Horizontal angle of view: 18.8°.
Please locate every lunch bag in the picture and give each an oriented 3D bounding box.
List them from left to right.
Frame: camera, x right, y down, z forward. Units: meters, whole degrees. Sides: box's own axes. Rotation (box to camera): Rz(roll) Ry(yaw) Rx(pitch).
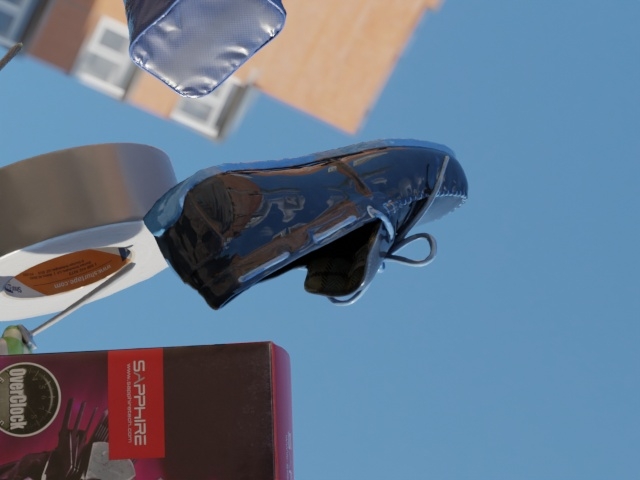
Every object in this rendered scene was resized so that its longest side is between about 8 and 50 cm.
[{"bbox_3d":[-0.068,-0.143,1.151,0.098,0.067,0.065,-38,-141,20],"label":"lunch bag"}]

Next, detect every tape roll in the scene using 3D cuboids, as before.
[{"bbox_3d":[-0.219,-0.004,1.615,0.219,0.219,0.072,-28,-108,31],"label":"tape roll"}]

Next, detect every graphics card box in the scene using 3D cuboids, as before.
[{"bbox_3d":[-0.205,0.200,1.432,0.371,0.094,0.233,-2,-102,4],"label":"graphics card box"}]

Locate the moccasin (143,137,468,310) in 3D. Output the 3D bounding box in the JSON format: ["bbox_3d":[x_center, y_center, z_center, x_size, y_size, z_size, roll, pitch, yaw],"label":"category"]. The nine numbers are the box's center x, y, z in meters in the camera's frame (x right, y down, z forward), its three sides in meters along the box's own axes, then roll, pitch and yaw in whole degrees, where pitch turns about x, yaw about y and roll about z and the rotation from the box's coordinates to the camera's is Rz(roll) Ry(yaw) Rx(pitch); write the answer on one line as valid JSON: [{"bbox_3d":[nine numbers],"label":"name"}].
[{"bbox_3d":[0.000,0.000,1.602,0.138,0.342,0.117,-43,-112,44],"label":"moccasin"}]

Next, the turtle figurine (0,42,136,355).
[{"bbox_3d":[-0.315,0.025,1.603,0.266,0.198,0.274,-17,-143,46],"label":"turtle figurine"}]
